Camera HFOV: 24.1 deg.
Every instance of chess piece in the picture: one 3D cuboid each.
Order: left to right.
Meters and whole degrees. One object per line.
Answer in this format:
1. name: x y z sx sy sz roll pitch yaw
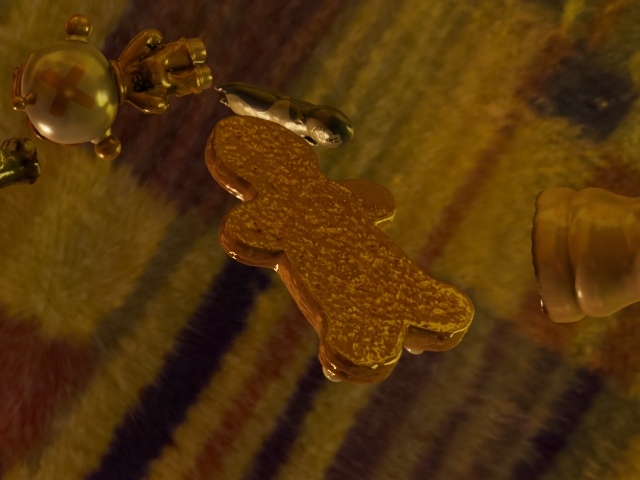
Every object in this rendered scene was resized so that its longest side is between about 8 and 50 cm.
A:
1. chess piece: 0.238 0.001 0.932 0.200 0.090 0.090 -6 89 21

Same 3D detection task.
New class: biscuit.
1. biscuit: -0.001 0.001 1.057 0.158 0.035 0.240 -11 52 -41

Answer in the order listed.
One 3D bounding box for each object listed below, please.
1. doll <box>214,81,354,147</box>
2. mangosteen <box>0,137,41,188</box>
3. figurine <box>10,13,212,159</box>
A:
1. doll: -0.029 -0.098 1.157 0.125 0.037 0.027 18 63 27
2. mangosteen: -0.378 -0.062 1.332 0.289 0.231 0.231 -1 88 -31
3. figurine: -0.152 -0.110 1.090 0.143 0.068 0.101 10 90 -17
